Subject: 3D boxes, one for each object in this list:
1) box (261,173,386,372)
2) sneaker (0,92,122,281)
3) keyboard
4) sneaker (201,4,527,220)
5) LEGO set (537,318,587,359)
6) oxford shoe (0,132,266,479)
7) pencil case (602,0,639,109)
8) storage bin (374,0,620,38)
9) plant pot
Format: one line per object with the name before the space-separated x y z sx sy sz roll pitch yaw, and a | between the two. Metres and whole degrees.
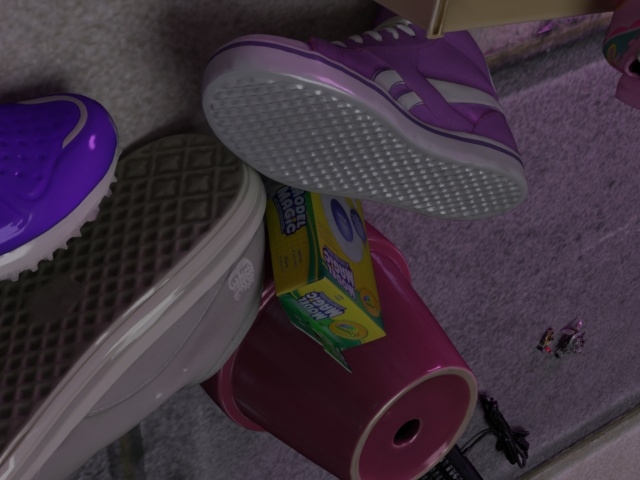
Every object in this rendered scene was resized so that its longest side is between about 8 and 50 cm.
box | 0.000 0.000 0.840 0.043 0.179 0.105 -20 146 19
sneaker | -0.248 -0.037 0.632 0.293 0.102 0.146 -27 137 -24
keyboard | 0.155 0.266 1.328 0.201 0.033 0.317 -44 142 -5
sneaker | 0.025 -0.117 0.809 0.102 0.161 0.282 -27 150 37
LEGO set | 0.286 0.120 1.330 0.083 0.023 0.054 -14 131 -36
oxford shoe | -0.201 0.111 0.760 0.449 0.169 0.130 -42 143 -16
pencil case | 0.275 -0.222 0.757 0.124 0.124 0.284 -17 135 -33
storage bin | 0.156 -0.286 0.787 0.262 0.123 0.260 -13 130 -35
plant pot | 0.022 0.101 0.942 0.201 0.180 0.201 -26 137 -27
